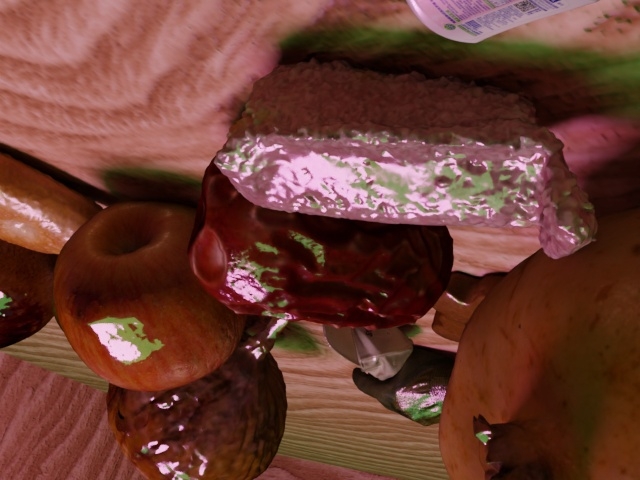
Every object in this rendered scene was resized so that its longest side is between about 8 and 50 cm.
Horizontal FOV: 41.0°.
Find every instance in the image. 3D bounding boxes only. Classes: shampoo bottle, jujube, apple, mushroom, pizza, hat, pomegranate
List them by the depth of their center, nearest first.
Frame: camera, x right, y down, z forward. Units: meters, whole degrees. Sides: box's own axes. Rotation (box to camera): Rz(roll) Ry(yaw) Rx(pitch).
[{"bbox_3d":[0.086,-0.136,0.434,0.072,0.043,0.099,30,158,-32],"label":"shampoo bottle"},{"bbox_3d":[0.228,0.133,0.590,0.343,0.342,0.342,15,161,5],"label":"pomegranate"},{"bbox_3d":[0.000,0.000,0.735,0.230,0.155,0.155,15,163,-25],"label":"jujube"},{"bbox_3d":[-0.183,0.058,0.943,0.211,0.211,0.188,9,137,20],"label":"apple"},{"bbox_3d":[-0.415,-0.063,1.004,0.365,0.073,0.182,17,159,-4],"label":"pizza"},{"bbox_3d":[0.059,0.126,1.161,0.166,0.081,0.122,41,-168,-20],"label":"hat"},{"bbox_3d":[-0.492,0.056,1.242,0.278,0.163,0.297,20,146,-27],"label":"mushroom"}]

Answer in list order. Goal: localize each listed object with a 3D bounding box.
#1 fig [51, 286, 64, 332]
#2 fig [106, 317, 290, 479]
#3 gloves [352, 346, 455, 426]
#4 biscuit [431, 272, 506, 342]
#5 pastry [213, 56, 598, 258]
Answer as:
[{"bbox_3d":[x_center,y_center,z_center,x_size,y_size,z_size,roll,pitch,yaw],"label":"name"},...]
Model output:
[{"bbox_3d":[-0.274,0.082,1.231,0.151,0.151,0.259,10,177,18],"label":"fig"},{"bbox_3d":[-0.151,0.202,1.283,0.286,0.286,0.368,23,127,-16],"label":"fig"},{"bbox_3d":[0.151,0.213,1.265,0.268,0.107,0.135,-2,123,48],"label":"gloves"},{"bbox_3d":[0.266,0.105,0.947,0.302,0.043,0.278,18,161,-5],"label":"biscuit"},{"bbox_3d":[0.061,-0.060,0.578,0.265,0.112,0.103,16,150,22],"label":"pastry"}]
